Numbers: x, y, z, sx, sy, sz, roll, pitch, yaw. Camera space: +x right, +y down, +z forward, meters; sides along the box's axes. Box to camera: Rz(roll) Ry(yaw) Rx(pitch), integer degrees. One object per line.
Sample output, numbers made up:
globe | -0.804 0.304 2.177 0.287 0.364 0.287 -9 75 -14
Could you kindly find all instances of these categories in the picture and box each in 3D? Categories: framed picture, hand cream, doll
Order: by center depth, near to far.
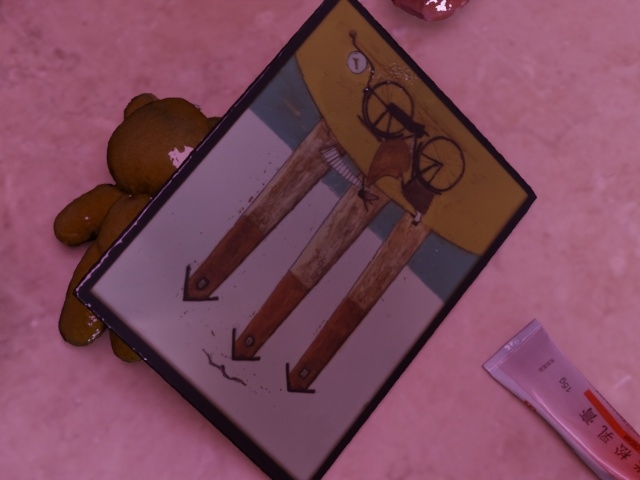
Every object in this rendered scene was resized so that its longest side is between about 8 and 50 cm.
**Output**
framed picture | 0.000 0.000 1.206 0.244 0.013 0.324 45 71 -17
hand cream | 0.222 0.154 1.221 0.216 0.038 0.052 46 45 14
doll | -0.134 -0.009 1.224 0.137 0.097 0.209 18 84 34

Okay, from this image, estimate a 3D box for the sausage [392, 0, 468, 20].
sausage | 0.124 -0.264 1.335 0.077 0.077 0.194 32 71 6
